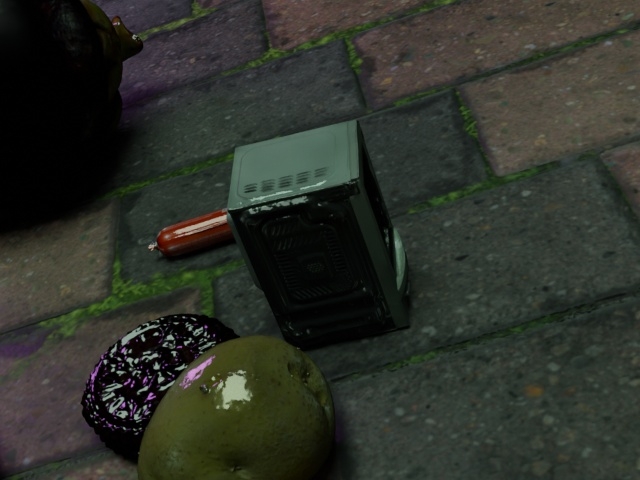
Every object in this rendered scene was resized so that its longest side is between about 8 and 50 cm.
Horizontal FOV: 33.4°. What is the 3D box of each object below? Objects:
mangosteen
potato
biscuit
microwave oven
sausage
[{"bbox_3d":[-0.465,-0.245,1.560,0.382,0.382,0.435,0,25,26],"label":"mangosteen"},{"bbox_3d":[-0.087,0.181,1.019,0.194,0.157,0.157,-31,35,13],"label":"potato"},{"bbox_3d":[-0.164,0.154,1.153,0.195,0.053,0.194,-13,38,10],"label":"biscuit"},{"bbox_3d":[0.000,0.000,1.138,0.162,0.208,0.122,-13,38,10],"label":"microwave oven"},{"bbox_3d":[-0.151,-0.009,1.362,0.145,0.048,0.050,-17,75,5],"label":"sausage"}]
